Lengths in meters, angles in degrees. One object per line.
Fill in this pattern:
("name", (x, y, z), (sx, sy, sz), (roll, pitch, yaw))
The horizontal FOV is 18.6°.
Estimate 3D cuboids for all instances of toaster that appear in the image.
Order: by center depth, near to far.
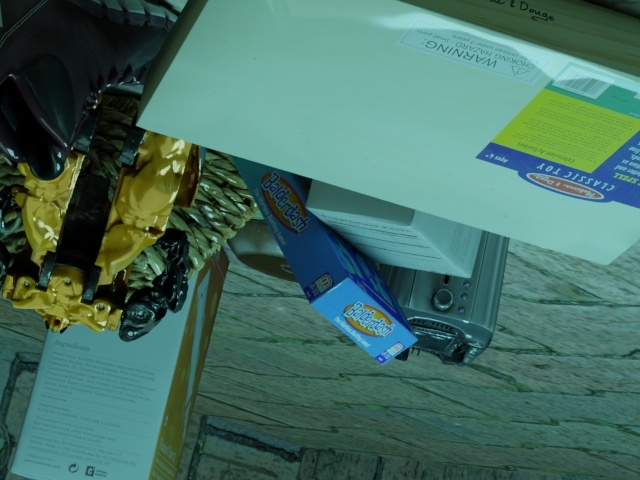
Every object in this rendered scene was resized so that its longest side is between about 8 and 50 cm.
("toaster", (0.121, 0.041, 2.006), (0.129, 0.146, 0.227), (14, 167, 0))

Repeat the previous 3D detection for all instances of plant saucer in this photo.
("plant saucer", (-0.026, 0.021, 2.348), (0.199, 0.036, 0.198), (13, 169, 3))

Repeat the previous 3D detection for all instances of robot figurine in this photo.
("robot figurine", (-0.200, -0.038, 1.742), (0.211, 0.085, 0.291), (18, 125, -5))

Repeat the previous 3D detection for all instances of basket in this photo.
("basket", (-0.216, -0.075, 1.979), (0.299, 0.223, 0.213), (-3, 127, 53))

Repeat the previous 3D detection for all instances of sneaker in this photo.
("sneaker", (-0.193, -0.116, 1.514), (0.106, 0.162, 0.281), (-14, 163, 29))

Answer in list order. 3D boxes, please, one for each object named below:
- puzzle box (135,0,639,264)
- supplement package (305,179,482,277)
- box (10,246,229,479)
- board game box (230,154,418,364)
("puzzle box", (0.094, -0.104, 1.432), (0.409, 0.052, 0.272), (16, 152, -15))
("supplement package", (0.075, -0.044, 1.768), (0.105, 0.105, 0.179), (10, 167, 24))
("box", (-0.241, 0.148, 2.415), (0.168, 0.345, 0.215), (12, 168, 6))
("board game box", (0.000, 0.000, 1.837), (0.047, 0.210, 0.160), (-36, 146, 9))
